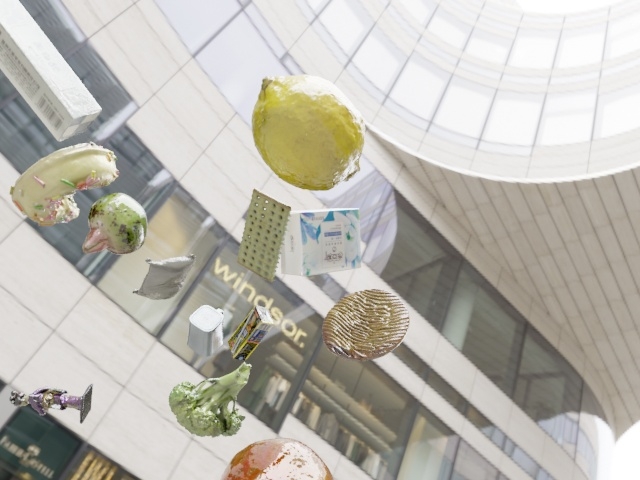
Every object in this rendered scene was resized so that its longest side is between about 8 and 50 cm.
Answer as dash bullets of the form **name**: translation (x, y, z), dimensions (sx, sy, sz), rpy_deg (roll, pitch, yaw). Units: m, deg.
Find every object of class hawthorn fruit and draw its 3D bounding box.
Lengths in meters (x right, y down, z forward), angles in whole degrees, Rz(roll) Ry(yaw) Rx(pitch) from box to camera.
- **hawthorn fruit**: translation (-0.148, 0.807, 1.852), dimensions (0.403, 0.403, 0.403), rpy_deg (16, -42, 14)

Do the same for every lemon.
- **lemon**: translation (-0.034, -0.265, 1.491), dimensions (0.322, 0.268, 0.268), rpy_deg (49, -43, -9)

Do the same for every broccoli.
- **broccoli**: translation (-0.385, 0.616, 2.226), dimensions (0.302, 0.186, 0.254), rpy_deg (-14, -78, 10)

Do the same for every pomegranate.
- **pomegranate**: translation (-0.698, -0.033, 2.041), dimensions (0.214, 0.248, 0.214), rpy_deg (20, -43, 20)

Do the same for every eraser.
- **eraser**: translation (-0.672, -0.420, 1.392), dimensions (0.098, 0.096, 0.404), rpy_deg (-35, -88, 36)

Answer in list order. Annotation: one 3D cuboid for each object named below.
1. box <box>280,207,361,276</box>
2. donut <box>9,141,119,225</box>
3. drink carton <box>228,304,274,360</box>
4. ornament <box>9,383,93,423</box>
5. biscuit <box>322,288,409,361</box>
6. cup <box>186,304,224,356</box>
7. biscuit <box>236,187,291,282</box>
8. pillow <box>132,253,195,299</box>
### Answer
- **box**: translation (0.002, 0.000, 1.986), dimensions (0.116, 0.274, 0.203), rpy_deg (3, -84, 47)
- **donut**: translation (-0.888, -0.184, 2.106), dimensions (0.371, 0.307, 0.150), rpy_deg (-36, -100, 24)
- **drink carton**: translation (-0.210, 0.276, 1.817), dimensions (0.056, 0.071, 0.166), rpy_deg (21, -63, -37)
- **ornament**: translation (-0.709, 0.429, 1.606), dimensions (0.203, 0.088, 0.081), rpy_deg (0, -79, -6)
- **biscuit**: translation (0.157, 0.291, 2.145), dimensions (0.318, 0.318, 0.040), rpy_deg (4, -45, 26)
- **cup**: translation (-0.340, 0.268, 1.867), dimensions (0.095, 0.128, 0.129), rpy_deg (31, -44, 17)
- **biscuit**: translation (-0.154, -0.011, 1.646), dimensions (0.139, 0.016, 0.231), rpy_deg (28, -64, 24)
- **pillow**: translation (-0.496, 0.126, 1.941), dimensions (0.169, 0.059, 0.255), rpy_deg (0, -30, -27)
